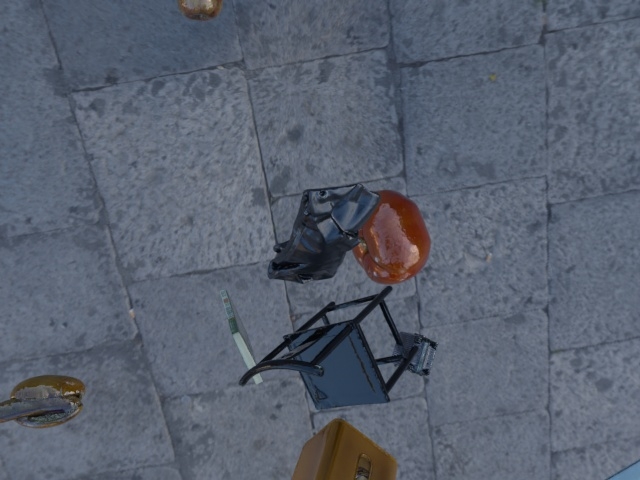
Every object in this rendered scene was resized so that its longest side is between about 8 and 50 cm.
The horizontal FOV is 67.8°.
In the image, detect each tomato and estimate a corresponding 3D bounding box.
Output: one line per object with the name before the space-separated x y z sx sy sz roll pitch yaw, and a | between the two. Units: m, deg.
tomato | 0.174 -0.009 1.219 0.179 0.260 0.260 -19 108 -12

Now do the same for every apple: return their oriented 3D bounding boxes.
apple | -0.208 -0.420 0.822 0.083 0.084 0.071 -1 102 -3

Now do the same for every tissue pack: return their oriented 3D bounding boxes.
tissue pack | 0.041 0.539 0.968 0.194 0.274 0.145 39 117 -4

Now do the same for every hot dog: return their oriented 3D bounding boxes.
hot dog | -0.485 0.279 0.823 0.140 0.060 0.090 7 84 -13

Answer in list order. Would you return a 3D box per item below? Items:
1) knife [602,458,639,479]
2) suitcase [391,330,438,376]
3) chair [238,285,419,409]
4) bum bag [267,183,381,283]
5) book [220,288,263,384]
knife | 0.336 0.243 0.487 0.260 0.034 0.063 -33 79 -3
suitcase | 0.204 0.247 1.051 0.059 0.126 0.086 21 81 -10
chair | 0.026 0.184 0.730 0.154 0.260 0.141 -22 95 37
bum bag | 0.000 0.000 0.725 0.123 0.060 0.248 3 151 -18
book | -0.249 0.291 1.480 0.027 0.264 0.202 -23 118 -10
